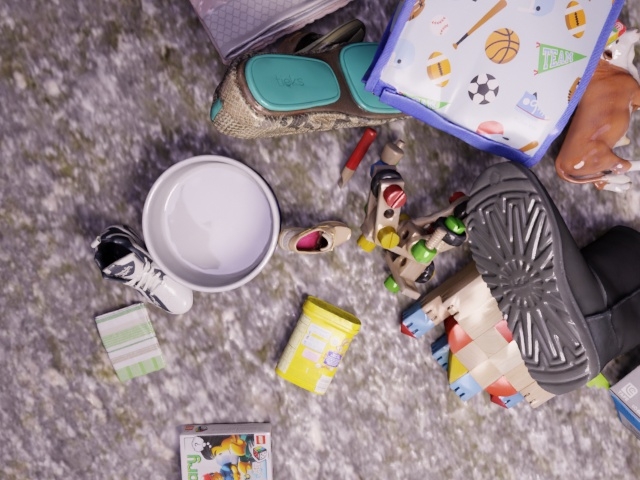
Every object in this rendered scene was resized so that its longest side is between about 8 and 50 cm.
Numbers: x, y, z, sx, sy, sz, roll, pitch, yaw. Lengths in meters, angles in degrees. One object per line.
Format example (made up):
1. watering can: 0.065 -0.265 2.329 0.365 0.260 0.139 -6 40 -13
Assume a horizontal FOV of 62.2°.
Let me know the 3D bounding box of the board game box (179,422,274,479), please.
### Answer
1. board game box: -0.196 0.552 1.149 0.192 0.053 0.306 -2 96 1

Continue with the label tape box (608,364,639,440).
1. label tape box: 0.738 0.254 1.029 0.333 0.106 0.240 -42 136 5

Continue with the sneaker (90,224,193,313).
1. sneaker: -0.360 0.068 1.050 0.094 0.153 0.235 -37 94 5

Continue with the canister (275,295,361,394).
1. canister: -0.007 0.219 1.106 0.126 0.073 0.170 26 97 -2

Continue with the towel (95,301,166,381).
1. towel: -0.404 0.216 1.135 0.113 0.023 0.152 -18 98 4

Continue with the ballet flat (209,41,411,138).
1. ballet flat: 0.010 -0.268 0.978 0.482 0.182 0.164 -17 87 -37

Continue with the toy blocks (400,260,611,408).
1. toy blocks: 0.341 0.205 1.068 0.261 0.191 0.381 -40 97 16

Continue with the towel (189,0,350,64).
1. towel: -0.112 -0.541 1.011 0.331 0.053 0.317 -28 82 1

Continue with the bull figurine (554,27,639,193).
1. bull figurine: 0.575 -0.246 1.040 0.188 0.101 0.311 22 95 2

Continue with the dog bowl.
1. dog bowl: -0.210 -0.036 1.064 0.264 0.104 0.265 0 96 1

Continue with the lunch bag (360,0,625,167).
1. lunch bag: 0.283 -0.354 0.888 0.327 0.239 0.386 23 85 -4

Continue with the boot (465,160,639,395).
1. boot: 0.472 0.025 0.941 0.444 0.146 0.368 -12 85 -37

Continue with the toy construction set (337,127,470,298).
1. toy construction set: 0.136 -0.031 1.026 0.309 0.257 0.237 52 125 29

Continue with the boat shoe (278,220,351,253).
1. boat shoe: 0.000 0.000 1.052 0.169 0.059 0.063 -11 114 -35

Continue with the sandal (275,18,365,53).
1. sandal: -0.051 -0.353 1.031 0.302 0.120 0.086 -27 79 4

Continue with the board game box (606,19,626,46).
1. board game box: 0.436 -0.367 1.024 0.259 0.039 0.124 -35 69 10
